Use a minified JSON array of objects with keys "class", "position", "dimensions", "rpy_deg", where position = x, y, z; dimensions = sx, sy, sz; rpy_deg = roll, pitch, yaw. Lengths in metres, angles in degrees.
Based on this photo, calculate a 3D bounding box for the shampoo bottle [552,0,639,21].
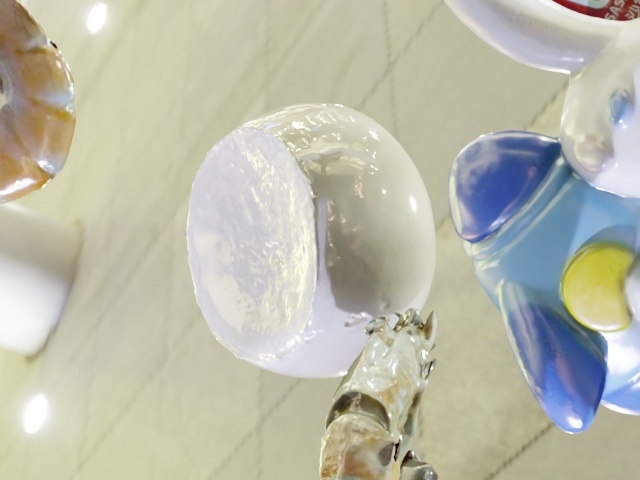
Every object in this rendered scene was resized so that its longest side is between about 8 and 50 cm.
[{"class":"shampoo bottle","position":[0.239,-0.184,1.097],"dimensions":[0.118,0.314,0.076],"rpy_deg":[-57,-11,-8]}]

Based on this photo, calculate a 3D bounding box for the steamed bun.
[{"class":"steamed bun","position":[0.000,0.000,1.544],"dimensions":[0.324,0.206,0.324],"rpy_deg":[4,96,53]}]

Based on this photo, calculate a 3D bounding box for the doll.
[{"class":"doll","position":[0.219,-0.008,0.874],"dimensions":[0.376,0.187,0.366],"rpy_deg":[31,125,35]}]

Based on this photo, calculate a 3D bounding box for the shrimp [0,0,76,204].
[{"class":"shrimp","position":[-0.300,-0.142,0.994],"dimensions":[0.152,0.287,0.063],"rpy_deg":[-57,-7,21]}]

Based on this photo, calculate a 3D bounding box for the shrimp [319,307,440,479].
[{"class":"shrimp","position":[0.065,0.197,1.198],"dimensions":[0.360,0.085,0.247],"rpy_deg":[-74,-25,-47]}]
